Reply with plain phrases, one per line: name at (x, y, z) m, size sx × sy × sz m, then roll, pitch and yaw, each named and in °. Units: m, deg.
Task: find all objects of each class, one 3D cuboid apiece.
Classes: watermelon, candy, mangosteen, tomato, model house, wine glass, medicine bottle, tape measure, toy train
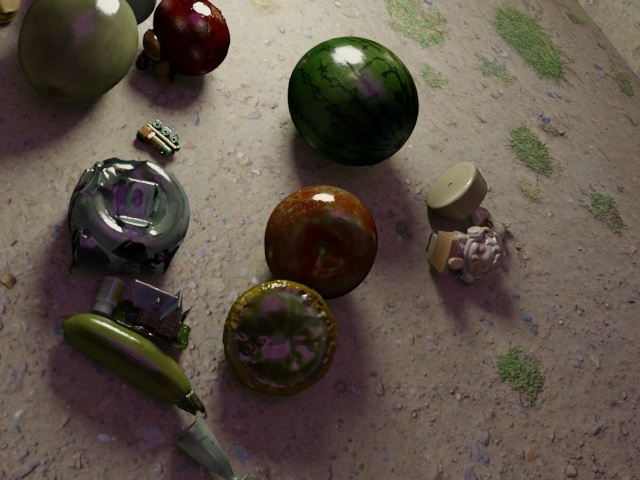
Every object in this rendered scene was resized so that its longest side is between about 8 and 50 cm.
watermelon at (0.086, -0.365, 1.931) m, size 0.364 × 0.363 × 0.363 m, roll 13°, pitch 58°, yaw -22°
candy at (-0.089, 0.215, 1.605) m, size 0.260 × 0.118 × 0.259 m, roll 1°, pitch 85°, yaw -16°
mangosteen at (-0.358, -0.507, 1.865) m, size 0.257 × 0.215 × 0.215 m, roll -40°, pitch 85°, yaw -7°
tomato at (0.000, 0.000, 1.730) m, size 0.270 × 0.270 × 0.222 m, roll 28°, pitch 15°, yaw -12°
model house at (-0.334, 0.143, 1.529) m, size 0.167 × 0.088 × 0.117 m, roll 26°, pitch 16°, yaw -12°
wine glass at (-0.218, 0.435, 1.469) m, size 0.155 × 0.073 × 0.073 m, roll 48°, pitch 52°, yaw -1°
medicine bottle at (-0.447, 0.120, 1.535) m, size 0.047 × 0.047 × 0.083 m, roll 23°, pitch 58°, yaw -15°
tape measure at (-0.414, -0.050, 1.591) m, size 0.256 × 0.147 × 0.274 m, roll 8°, pitch 61°, yaw -25°
toy train at (-0.392, -0.247, 1.782) m, size 0.103 × 0.044 × 0.064 m, roll 40°, pitch 55°, yaw 0°

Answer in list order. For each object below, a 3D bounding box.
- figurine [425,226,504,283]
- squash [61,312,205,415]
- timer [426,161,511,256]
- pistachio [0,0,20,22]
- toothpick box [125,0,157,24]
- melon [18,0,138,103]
figurine at (0.412, 0.038, 1.990) m, size 0.237 × 0.141 × 0.162 m, roll 10°, pitch 104°, yaw -30°
squash at (-0.367, 0.246, 1.482) m, size 0.341 × 0.094 × 0.094 m, roll 34°, pitch 52°, yaw -6°
timer at (0.453, -0.077, 2.097) m, size 0.266 × 0.175 × 0.175 m, roll 42°, pitch 50°, yaw -22°
pistachio at (-0.788, -0.619, 1.732) m, size 0.200 × 0.117 × 0.145 m, roll 49°, pitch 47°, yaw 3°
toothpick box at (-0.524, -0.748, 1.867) m, size 0.263 × 0.263 × 0.354 m, roll 8°, pitch 58°, yaw -25°
melon at (-0.558, -0.462, 1.684) m, size 0.272 × 0.272 × 0.308 m, roll 42°, pitch 46°, yaw -2°
